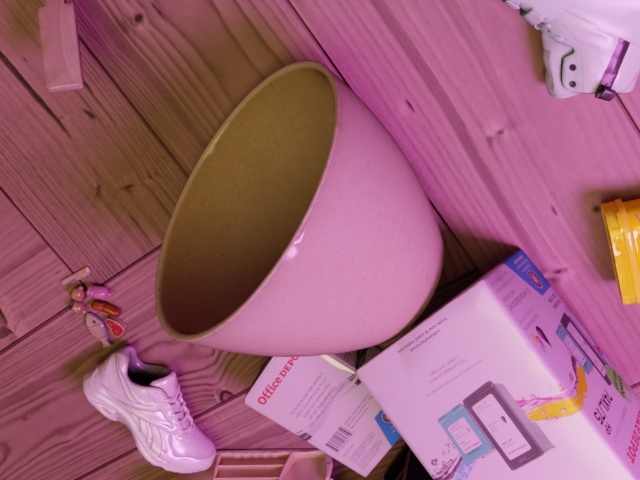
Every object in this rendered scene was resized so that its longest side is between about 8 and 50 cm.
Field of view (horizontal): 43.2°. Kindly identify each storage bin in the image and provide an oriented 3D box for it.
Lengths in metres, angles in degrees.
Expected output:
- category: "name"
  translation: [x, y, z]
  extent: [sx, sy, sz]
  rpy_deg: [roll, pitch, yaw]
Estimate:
- category: "storage bin"
  translation: [-0.080, 0.462, 1.240]
  extent: [0.261, 0.123, 0.262]
  rpy_deg: [-5, 113, 15]

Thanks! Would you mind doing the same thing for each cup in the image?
- category: "cup"
  translation: [0.000, 0.000, 0.921]
  extent: [0.237, 0.331, 0.331]
  rpy_deg: [29, 121, -29]

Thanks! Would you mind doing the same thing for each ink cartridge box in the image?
- category: "ink cartridge box"
  translation: [0.021, 0.206, 1.114]
  extent: [0.203, 0.086, 0.148]
  rpy_deg: [33, 118, -3]
- category: "ink cartridge box"
  translation: [0.224, 0.186, 0.951]
  extent: [0.197, 0.198, 0.270]
  rpy_deg: [-41, 81, 26]

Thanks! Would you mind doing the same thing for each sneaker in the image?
- category: "sneaker"
  translation: [-0.236, 0.249, 1.196]
  extent: [0.232, 0.090, 0.115]
  rpy_deg: [41, 113, -9]
- category: "sneaker"
  translation: [0.229, -0.228, 0.857]
  extent: [0.256, 0.094, 0.151]
  rpy_deg: [14, 120, 8]

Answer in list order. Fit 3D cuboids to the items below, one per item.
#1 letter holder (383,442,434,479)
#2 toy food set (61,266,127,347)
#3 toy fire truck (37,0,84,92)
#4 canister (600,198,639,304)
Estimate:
- category: "letter holder"
  translation: [0.212, 0.448, 1.150]
  extent: [0.302, 0.152, 0.214]
  rpy_deg: [27, 120, 0]
- category: "toy food set"
  translation: [-0.328, 0.101, 1.183]
  extent: [0.078, 0.019, 0.122]
  rpy_deg: [-27, 106, 23]
- category: "toy fire truck"
  translation: [-0.258, -0.310, 0.913]
  extent: [0.217, 0.158, 0.246]
  rpy_deg: [3, 127, 11]
- category: "canister"
  translation: [0.423, 0.000, 0.931]
  extent: [0.170, 0.073, 0.126]
  rpy_deg: [-12, 112, 17]
